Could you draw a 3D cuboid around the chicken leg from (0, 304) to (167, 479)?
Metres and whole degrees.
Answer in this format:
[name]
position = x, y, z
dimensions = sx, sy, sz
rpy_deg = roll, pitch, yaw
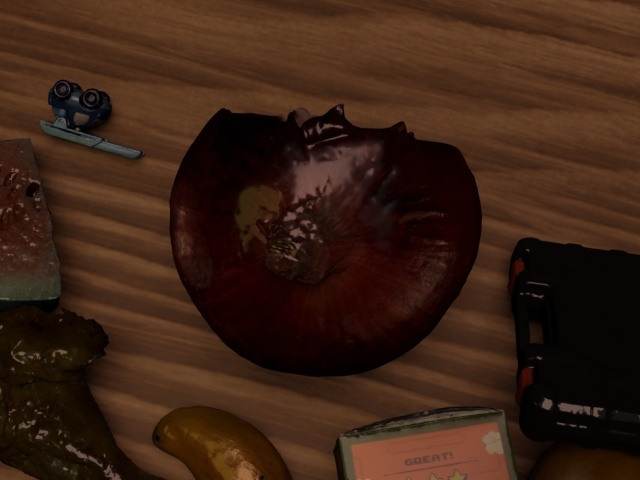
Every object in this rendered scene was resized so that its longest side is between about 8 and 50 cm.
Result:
[chicken leg]
position = -0.296, 0.195, 1.099
dimensions = 0.361, 0.140, 0.212
rpy_deg = 29, 97, -2

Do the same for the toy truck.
[toy truck]
position = -0.286, -0.156, 1.235
dimensions = 0.136, 0.063, 0.074
rpy_deg = 16, 94, 2

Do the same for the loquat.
[loquat]
position = 0.305, 0.316, 1.048
dimensions = 0.179, 0.179, 0.227
rpy_deg = 19, 69, 5

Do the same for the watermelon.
[watermelon]
position = -0.389, -0.027, 1.165
dimensions = 0.154, 0.094, 0.241
rpy_deg = 8, 63, -21

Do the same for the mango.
[mango]
position = -0.104, 0.257, 1.110
dimensions = 0.190, 0.075, 0.098
rpy_deg = 36, 69, 16

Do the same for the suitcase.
[suitcase]
position = 0.321, 0.113, 1.089
dimensions = 0.206, 0.066, 0.286
rpy_deg = 8, 40, 2

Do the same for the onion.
[onion]
position = -0.004, -0.002, 1.076
dimensions = 0.341, 0.341, 0.341
rpy_deg = 0, 74, -1

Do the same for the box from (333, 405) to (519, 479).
[box]
position = 0.111, 0.268, 1.044
dimensions = 0.177, 0.195, 0.148
rpy_deg = -8, 75, -2
